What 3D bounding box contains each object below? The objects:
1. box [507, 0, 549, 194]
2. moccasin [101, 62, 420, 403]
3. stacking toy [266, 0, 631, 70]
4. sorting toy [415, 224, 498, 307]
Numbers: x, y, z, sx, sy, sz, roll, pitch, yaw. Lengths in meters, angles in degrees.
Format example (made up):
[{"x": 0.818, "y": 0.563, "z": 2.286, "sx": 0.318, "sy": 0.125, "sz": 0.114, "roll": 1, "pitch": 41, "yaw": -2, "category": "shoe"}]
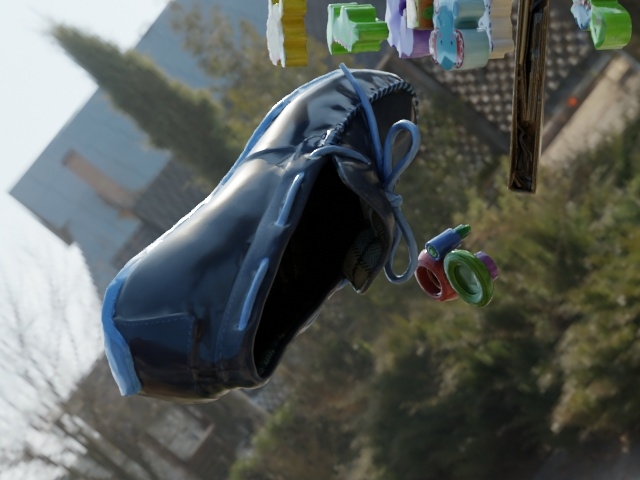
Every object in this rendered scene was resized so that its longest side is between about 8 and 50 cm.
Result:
[{"x": 0.152, "y": -0.120, "z": 0.889, "sx": 0.201, "sy": 0.021, "sz": 0.164, "roll": -32, "pitch": -55, "yaw": -78, "category": "box"}, {"x": 0.000, "y": 0.000, "z": 0.806, "sx": 0.342, "sy": 0.117, "sz": 0.137, "roll": -54, "pitch": -42, "yaw": -42, "category": "moccasin"}, {"x": 0.070, "y": -0.129, "z": 0.773, "sx": 0.221, "sy": 0.167, "sz": 0.052, "roll": -142, "pitch": 48, "yaw": -70, "category": "stacking toy"}, {"x": 0.116, "y": 0.018, "z": 1.009, "sx": 0.042, "sy": 0.061, "sz": 0.102, "roll": -33, "pitch": 14, "yaw": -25, "category": "sorting toy"}]
